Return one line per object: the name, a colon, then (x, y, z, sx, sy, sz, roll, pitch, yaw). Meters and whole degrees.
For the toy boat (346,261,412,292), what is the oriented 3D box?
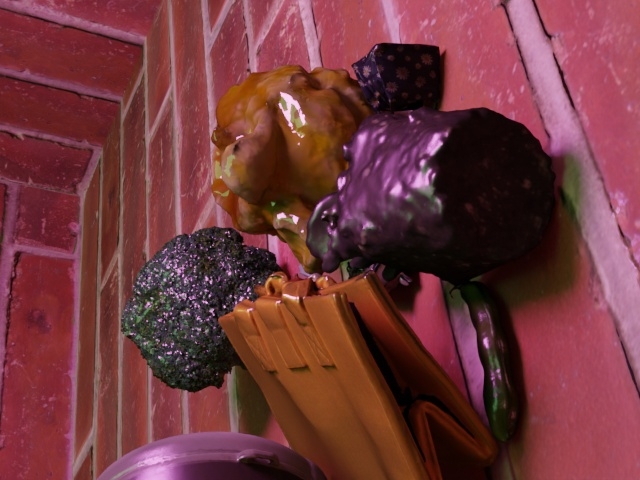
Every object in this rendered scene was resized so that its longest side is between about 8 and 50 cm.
toy boat: (0.071, 0.046, 1.513, 0.084, 0.066, 0.210, -49, 5, -17)

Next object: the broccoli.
broccoli: (-0.189, 0.125, 1.851, 0.308, 0.307, 0.275, -105, 0, -47)

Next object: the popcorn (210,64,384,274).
popcorn: (-0.019, -0.113, 1.562, 0.279, 0.274, 0.335, -51, 28, -11)

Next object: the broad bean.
broad bean: (0.188, 0.120, 1.217, 0.227, 0.039, 0.069, -99, 21, -45)

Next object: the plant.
plant: (0.123, -0.045, 1.245, 0.276, 0.188, 0.199, -9, 64, 56)

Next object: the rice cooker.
rice cooker: (-0.136, 0.416, 1.319, 0.325, 0.335, 0.335, -101, 31, -44)

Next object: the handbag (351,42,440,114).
handbag: (0.112, -0.193, 1.480, 0.072, 0.115, 0.139, -24, 72, 55)

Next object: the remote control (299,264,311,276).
remote control: (0.000, 0.000, 1.741, 0.061, 0.029, 0.162, -108, 36, -53)

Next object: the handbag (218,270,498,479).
handbag: (0.027, 0.164, 1.301, 0.283, 0.133, 0.401, 56, 159, -7)
